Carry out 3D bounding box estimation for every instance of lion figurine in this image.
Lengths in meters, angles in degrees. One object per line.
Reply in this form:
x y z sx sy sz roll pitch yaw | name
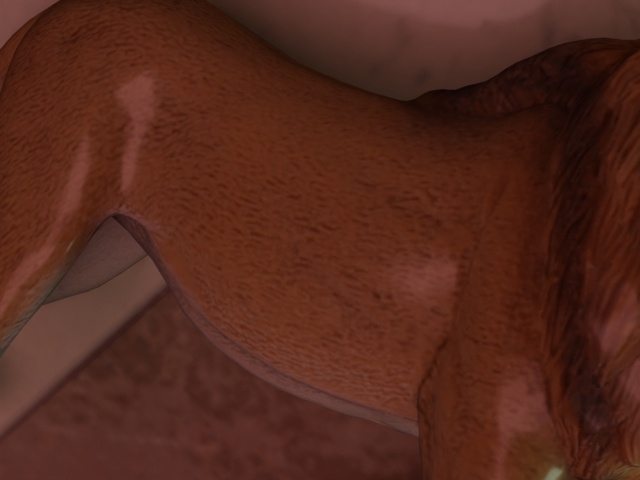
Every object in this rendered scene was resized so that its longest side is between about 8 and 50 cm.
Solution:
0.000 0.000 0.491 0.392 0.142 0.240 20 95 12 | lion figurine
